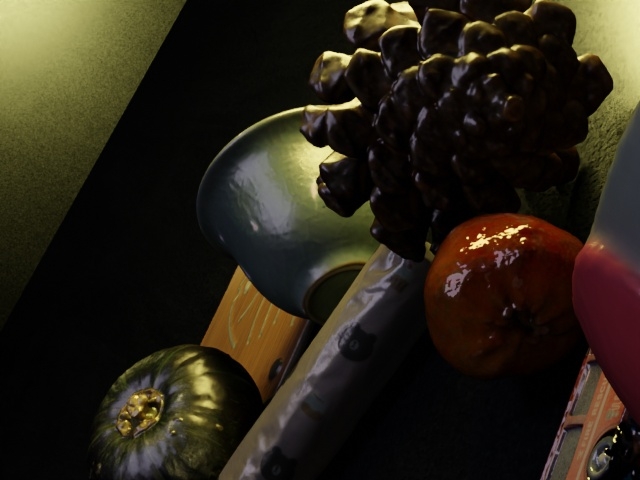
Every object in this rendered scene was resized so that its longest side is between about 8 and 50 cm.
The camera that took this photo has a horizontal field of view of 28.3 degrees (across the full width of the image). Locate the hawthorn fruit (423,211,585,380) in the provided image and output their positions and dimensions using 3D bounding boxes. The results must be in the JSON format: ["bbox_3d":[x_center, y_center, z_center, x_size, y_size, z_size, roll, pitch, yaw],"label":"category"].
[{"bbox_3d":[0.129,0.035,0.867,0.128,0.128,0.128,-48,23,29],"label":"hawthorn fruit"}]

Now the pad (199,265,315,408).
[{"bbox_3d":[-0.053,0.057,1.397,0.284,0.018,0.286,-12,49,64],"label":"pad"}]

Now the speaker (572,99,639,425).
[{"bbox_3d":[0.231,-0.017,0.465,0.294,0.294,0.294,-48,23,29],"label":"speaker"}]

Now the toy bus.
[{"bbox_3d":[0.185,0.086,0.728,0.235,0.073,0.096,-67,15,-18],"label":"toy bus"}]

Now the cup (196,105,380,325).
[{"bbox_3d":[0.000,0.000,1.161,0.199,0.199,0.150,-49,42,26],"label":"cup"}]

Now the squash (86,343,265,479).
[{"bbox_3d":[-0.133,0.194,1.199,0.193,0.156,0.193,-38,18,15],"label":"squash"}]

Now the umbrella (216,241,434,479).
[{"bbox_3d":[-0.001,0.141,1.077,0.337,0.073,0.067,-55,20,12],"label":"umbrella"}]

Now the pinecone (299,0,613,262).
[{"bbox_3d":[0.093,-0.094,0.979,0.229,0.202,0.201,-24,-20,-13],"label":"pinecone"}]
